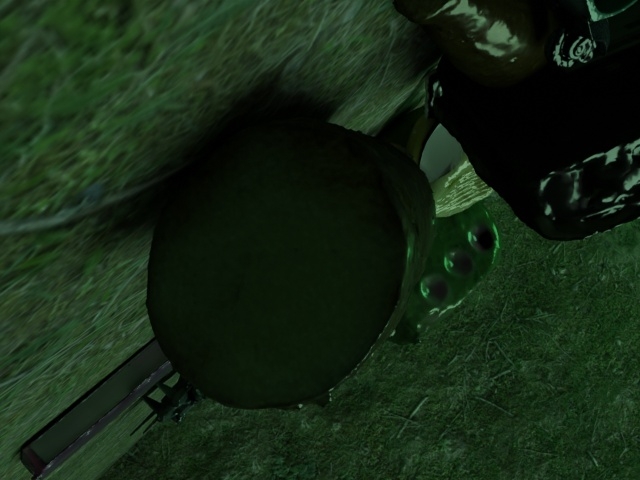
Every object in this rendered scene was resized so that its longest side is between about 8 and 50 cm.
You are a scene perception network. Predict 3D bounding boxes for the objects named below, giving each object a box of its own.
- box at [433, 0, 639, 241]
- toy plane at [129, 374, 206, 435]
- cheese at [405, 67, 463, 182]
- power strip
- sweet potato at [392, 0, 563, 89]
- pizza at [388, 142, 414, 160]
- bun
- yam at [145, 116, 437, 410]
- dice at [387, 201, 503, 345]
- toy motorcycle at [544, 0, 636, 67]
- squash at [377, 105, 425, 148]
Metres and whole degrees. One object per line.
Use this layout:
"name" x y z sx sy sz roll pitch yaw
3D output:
"box" 0.300 -0.167 0.668 0.359 0.091 0.350 -23 -148 6
"toy plane" -0.284 0.316 1.493 0.212 0.088 0.267 -44 176 10
"cheese" 0.143 -0.146 0.893 0.086 0.036 0.162 -27 141 -18
"power strip" -0.254 0.192 0.885 0.279 0.037 0.109 -41 176 -34
"sweet potato" 0.125 -0.162 0.543 0.286 0.112 0.085 -29 133 -60
"pizza" -0.014 -0.007 0.830 0.323 0.089 0.223 -45 -178 2
"bun" 0.235 -0.159 1.172 0.259 0.160 0.259 -22 158 -10
"yam" 0.000 0.000 0.505 0.168 0.168 0.304 -44 175 13
"dice" 0.202 0.028 1.642 0.322 0.318 0.330 -43 177 -19
"toy motorcycle" 0.164 -0.183 0.429 0.100 0.058 0.173 -39 137 7
"squash" 0.099 -0.120 0.965 0.201 0.066 0.066 -36 174 -12
